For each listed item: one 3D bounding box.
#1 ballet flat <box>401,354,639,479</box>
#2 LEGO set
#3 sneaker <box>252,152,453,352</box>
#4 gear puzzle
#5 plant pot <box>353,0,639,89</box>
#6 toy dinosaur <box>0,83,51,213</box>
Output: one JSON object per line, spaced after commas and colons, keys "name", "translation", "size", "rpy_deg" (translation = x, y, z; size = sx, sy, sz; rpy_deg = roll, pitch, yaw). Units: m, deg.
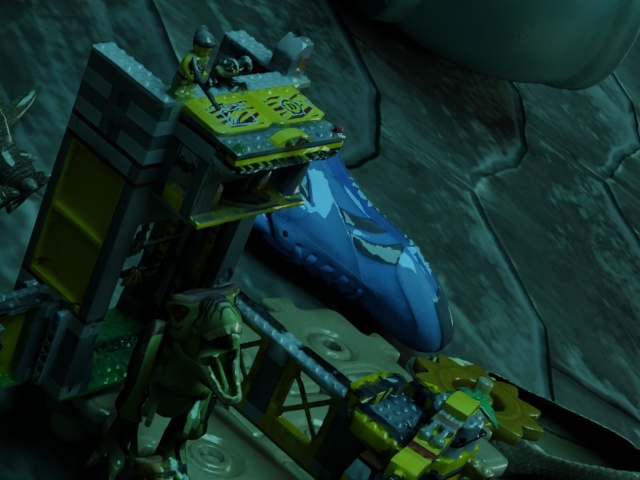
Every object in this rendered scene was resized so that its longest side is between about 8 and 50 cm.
{"name": "ballet flat", "translation": [0.157, 0.129, 1.056], "size": [0.250, 0.058, 0.084], "rpy_deg": [29, 32, -25]}
{"name": "LEGO set", "translation": [-0.066, 0.028, 0.642], "size": [0.331, 0.192, 0.255], "rpy_deg": [-6, 39, -43]}
{"name": "sneaker", "translation": [0.000, 0.000, 1.035], "size": [0.082, 0.069, 0.209], "rpy_deg": [-39, 94, -28]}
{"name": "gear puzzle", "translation": [-0.002, 0.096, 0.878], "size": [0.339, 0.044, 0.175], "rpy_deg": [0, 31, -48]}
{"name": "plant pot", "translation": [0.132, -0.273, 1.356], "size": [0.196, 0.293, 0.293], "rpy_deg": [-2, 48, -19]}
{"name": "toy dinosaur", "translation": [-0.211, -0.074, 0.794], "size": [0.160, 0.121, 0.313], "rpy_deg": [57, 33, -6]}
